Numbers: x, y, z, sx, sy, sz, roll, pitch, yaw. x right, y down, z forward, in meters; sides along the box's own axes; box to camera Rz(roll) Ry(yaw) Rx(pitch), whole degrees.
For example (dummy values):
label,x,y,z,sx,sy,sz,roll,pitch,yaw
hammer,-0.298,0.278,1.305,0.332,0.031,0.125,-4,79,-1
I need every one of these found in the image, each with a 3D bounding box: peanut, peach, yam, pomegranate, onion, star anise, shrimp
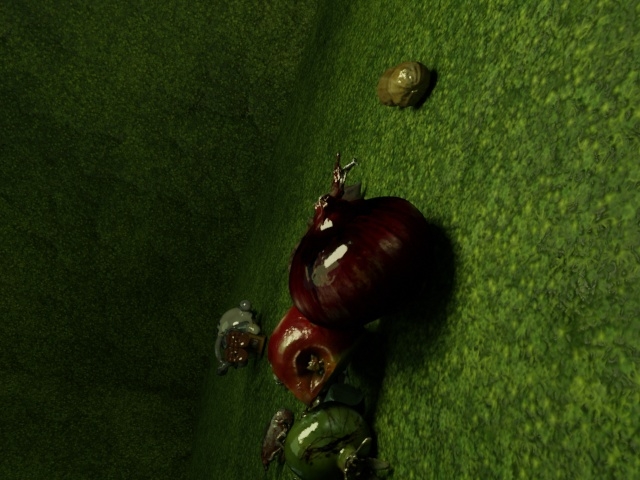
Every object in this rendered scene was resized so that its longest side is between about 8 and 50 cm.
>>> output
label,x,y,z,sx,sy,sz,roll,pitch,yaw
peanut,0.170,-0.322,1.104,0.193,0.089,0.089,-129,54,-77
peach,0.004,0.182,1.022,0.154,0.159,0.267,-54,-15,16
yam,0.023,0.363,1.045,0.068,0.068,0.169,-109,37,-64
pomegranate,0.027,0.360,0.898,0.152,0.131,0.191,-41,26,-14
onion,0.050,0.010,0.878,0.273,0.285,0.273,-31,9,6
star anise,0.007,-0.013,1.281,0.315,0.108,0.315,-59,-4,-6
shrimp,-0.120,0.541,1.412,0.075,0.073,0.190,155,132,-77

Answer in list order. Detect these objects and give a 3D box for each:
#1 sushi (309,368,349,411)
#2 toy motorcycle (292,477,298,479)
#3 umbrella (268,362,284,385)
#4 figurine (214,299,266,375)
label,x,y,z,sx,sy,sz,roll,pitch,yaw
sushi,-0.003,0.334,1.204,0.231,0.047,0.219,-97,25,-53
toy motorcycle,-0.017,0.493,0.984,0.213,0.123,0.082,-54,13,53
umbrella,-0.118,0.371,1.568,0.143,0.067,0.062,-117,1,-57
figurine,-0.308,0.364,2.047,0.382,0.186,0.260,-162,91,-79
